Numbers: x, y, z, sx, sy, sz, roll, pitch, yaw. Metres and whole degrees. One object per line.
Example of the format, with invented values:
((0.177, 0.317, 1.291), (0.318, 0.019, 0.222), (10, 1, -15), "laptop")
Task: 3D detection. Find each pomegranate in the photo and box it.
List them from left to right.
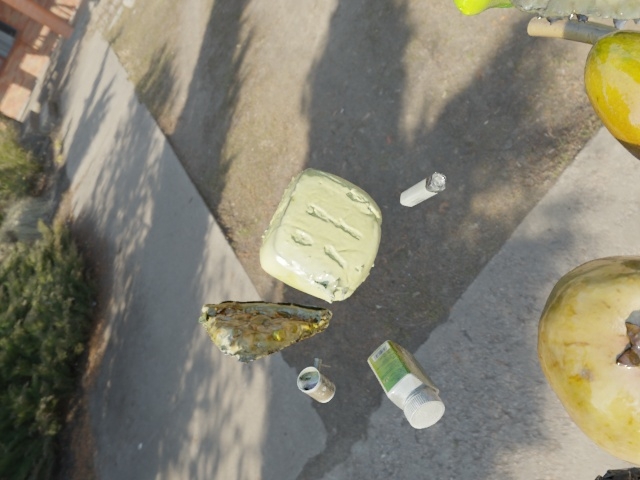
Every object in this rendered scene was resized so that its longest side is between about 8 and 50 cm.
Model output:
((0.288, 0.102, 0.397), (0.191, 0.191, 0.191), (-24, 54, 37), "pomegranate")

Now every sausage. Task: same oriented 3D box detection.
((0.736, -0.610, 1.316), (0.065, 0.066, 0.301), (-55, 41, 10), "sausage")

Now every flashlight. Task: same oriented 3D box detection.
((0.116, -0.057, 0.517), (0.083, 0.018, 0.018), (147, 131, -75), "flashlight")

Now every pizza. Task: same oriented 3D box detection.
((-0.226, 0.265, 1.499), (0.392, 0.435, 0.080), (8, 100, 36), "pizza")

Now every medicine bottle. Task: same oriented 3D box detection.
((0.210, 0.345, 1.083), (0.088, 0.132, 0.188), (-47, 33, 9), "medicine bottle")

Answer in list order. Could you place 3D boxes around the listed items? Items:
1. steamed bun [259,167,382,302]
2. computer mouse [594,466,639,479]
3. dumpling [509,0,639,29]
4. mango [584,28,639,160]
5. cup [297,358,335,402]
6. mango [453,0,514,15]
((0.000, 0.000, 0.958), (0.166, 0.232, 0.272), (131, 161, -61), "steamed bun")
((0.466, 0.372, 0.643), (0.138, 0.233, 0.096), (-19, 54, 14), "computer mouse")
((0.274, -0.261, 0.330), (0.332, 0.086, 0.165), (-20, 68, 56), "dumpling")
((0.419, -0.163, 0.545), (0.151, 0.221, 0.120), (-67, 8, -29), "mango")
((-0.010, 0.403, 1.299), (0.074, 0.099, 0.102), (-26, 42, 16), "cup")
((0.252, -0.358, 0.569), (0.233, 0.125, 0.111), (-42, 12, -9), "mango")
